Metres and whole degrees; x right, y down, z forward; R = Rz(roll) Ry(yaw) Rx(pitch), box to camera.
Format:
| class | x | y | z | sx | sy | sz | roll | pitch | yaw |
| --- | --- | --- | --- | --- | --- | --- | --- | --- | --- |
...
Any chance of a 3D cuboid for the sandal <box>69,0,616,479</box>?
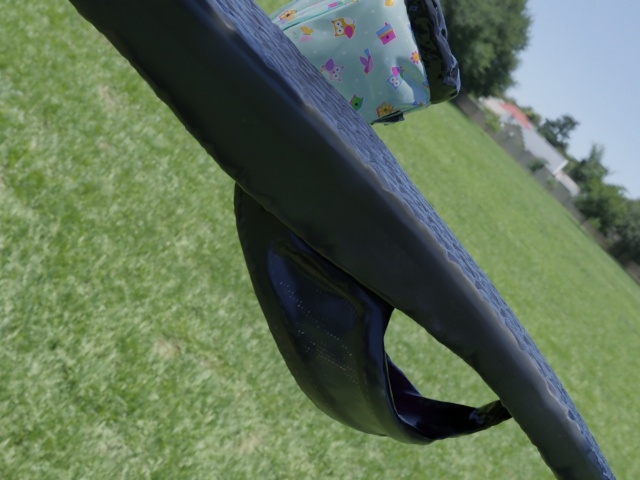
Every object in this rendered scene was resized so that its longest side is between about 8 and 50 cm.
| class | x | y | z | sx | sy | sz | roll | pitch | yaw |
| --- | --- | --- | --- | --- | --- | --- | --- | --- | --- |
| sandal | -0.001 | -0.002 | 0.425 | 0.446 | 0.107 | 0.167 | 46 | 13 | -19 |

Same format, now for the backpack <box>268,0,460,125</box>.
| class | x | y | z | sx | sy | sz | roll | pitch | yaw |
| --- | --- | --- | --- | --- | --- | --- | --- | --- | --- |
| backpack | 0.017 | -0.158 | 0.700 | 0.115 | 0.182 | 0.152 | -105 | 174 | -73 |
